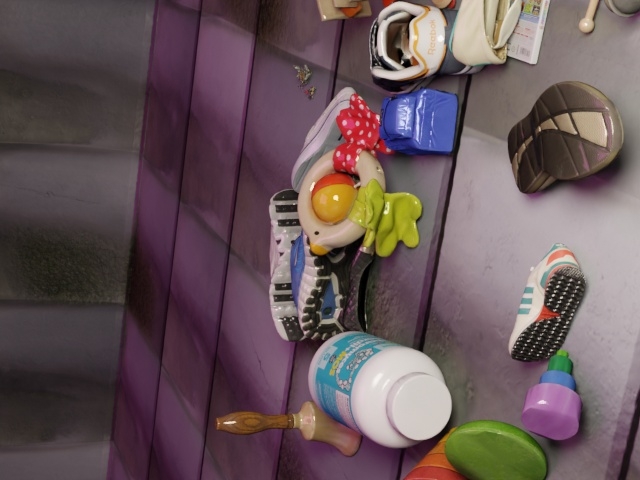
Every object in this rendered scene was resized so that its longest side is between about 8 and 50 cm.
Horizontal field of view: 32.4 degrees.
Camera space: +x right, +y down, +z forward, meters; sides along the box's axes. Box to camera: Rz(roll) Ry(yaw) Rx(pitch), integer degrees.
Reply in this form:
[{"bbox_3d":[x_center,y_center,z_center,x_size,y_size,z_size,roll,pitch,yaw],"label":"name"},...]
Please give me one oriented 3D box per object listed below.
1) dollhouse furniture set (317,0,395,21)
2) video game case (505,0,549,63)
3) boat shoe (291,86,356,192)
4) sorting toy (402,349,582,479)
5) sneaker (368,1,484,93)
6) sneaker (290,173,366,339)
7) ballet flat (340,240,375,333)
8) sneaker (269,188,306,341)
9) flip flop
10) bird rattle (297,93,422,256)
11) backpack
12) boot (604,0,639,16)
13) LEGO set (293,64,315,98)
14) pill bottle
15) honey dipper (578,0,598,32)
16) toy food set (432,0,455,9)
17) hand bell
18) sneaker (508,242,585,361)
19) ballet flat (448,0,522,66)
[{"bbox_3d":[0.087,-0.491,1.693,0.262,0.135,0.259,152,106,-65],"label":"dollhouse furniture set"},{"bbox_3d":[0.266,-0.296,1.425,0.087,0.011,0.122,-136,51,-62],"label":"video game case"},{"bbox_3d":[0.018,-0.176,1.966,0.226,0.083,0.076,-51,29,39],"label":"boat shoe"},{"bbox_3d":[0.222,0.243,1.410,0.365,0.127,0.126,-55,9,49],"label":"sorting toy"},{"bbox_3d":[0.122,-0.288,1.636,0.321,0.127,0.126,180,91,-70],"label":"sneaker"},{"bbox_3d":[0.000,0.000,1.905,0.147,0.130,0.330,-131,47,-56],"label":"sneaker"},{"bbox_3d":[0.073,0.074,1.844,0.049,0.057,0.173,20,113,25],"label":"ballet flat"},{"bbox_3d":[-0.050,0.055,2.079,0.118,0.110,0.292,117,154,-66],"label":"sneaker"},{"bbox_3d":[0.290,-0.113,1.278,0.277,0.080,0.112,129,135,-79],"label":"flip flop"},{"bbox_3d":[0.042,-0.088,1.716,0.207,0.143,0.253,-31,63,27],"label":"bird rattle"},{"bbox_3d":[0.136,-0.178,1.623,0.120,0.101,0.098,-171,93,-70],"label":"backpack"},{"bbox_3d":[0.377,-0.283,1.088,0.208,0.076,0.189,50,136,50],"label":"boot"},{"bbox_3d":[-0.026,-0.313,2.149,0.083,0.023,0.054,70,154,17],"label":"LEGO set"},{"bbox_3d":[0.092,0.221,1.631,0.264,0.146,0.146,-172,84,-67],"label":"pill bottle"},{"bbox_3d":[0.324,-0.313,1.259,0.030,0.030,0.161,-119,36,-52],"label":"honey dipper"},{"bbox_3d":[0.185,-0.380,1.624,0.082,0.020,0.083,-111,32,-44],"label":"toy food set"},{"bbox_3d":[-0.062,0.309,1.876,0.126,0.242,0.126,-179,90,-68],"label":"hand bell"},{"bbox_3d":[0.271,0.075,1.337,0.075,0.057,0.161,-89,13,-53],"label":"sneaker"},{"bbox_3d":[0.231,-0.344,1.418,0.086,0.086,0.248,-135,50,-61],"label":"ballet flat"}]
